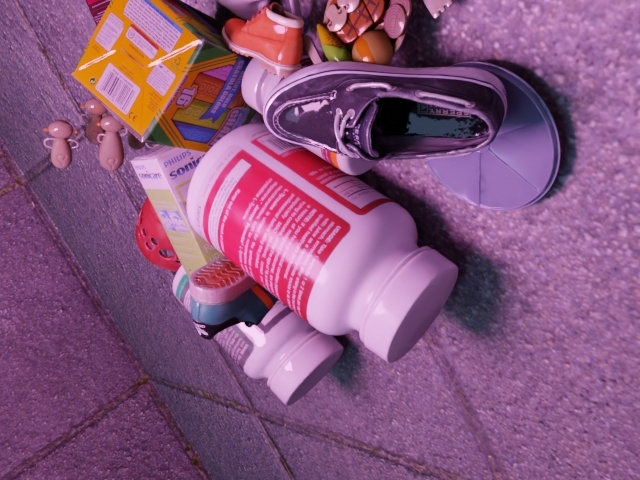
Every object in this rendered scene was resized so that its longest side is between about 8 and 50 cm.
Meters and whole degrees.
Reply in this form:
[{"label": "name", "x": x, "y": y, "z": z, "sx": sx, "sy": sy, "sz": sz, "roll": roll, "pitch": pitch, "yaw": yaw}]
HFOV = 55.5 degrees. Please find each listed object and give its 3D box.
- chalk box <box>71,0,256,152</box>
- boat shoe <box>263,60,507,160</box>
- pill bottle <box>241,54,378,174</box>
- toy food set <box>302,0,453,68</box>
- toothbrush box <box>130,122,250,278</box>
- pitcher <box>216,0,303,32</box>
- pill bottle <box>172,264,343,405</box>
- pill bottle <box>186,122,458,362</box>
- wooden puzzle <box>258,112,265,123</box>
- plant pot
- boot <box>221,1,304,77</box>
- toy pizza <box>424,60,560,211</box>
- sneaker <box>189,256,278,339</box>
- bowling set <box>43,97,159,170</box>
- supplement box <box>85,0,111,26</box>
[{"label": "chalk box", "x": -0.205, "y": -0.264, "z": 0.987, "sx": 0.180, "sy": 0.289, "sz": 0.179, "roll": 42, "pitch": 108, "yaw": 16}, {"label": "boat shoe", "x": 0.059, "y": -0.140, "z": 0.712, "sx": 0.301, "sy": 0.102, "sz": 0.108, "roll": 6, "pitch": 129, "yaw": 20}, {"label": "pill bottle", "x": -0.005, "y": -0.196, "z": 0.890, "sx": 0.221, "sy": 0.121, "sz": 0.121, "roll": 36, "pitch": 144, "yaw": 28}, {"label": "toy food set", "x": 0.052, "y": -0.266, "z": 0.743, "sx": 0.192, "sy": 0.038, "sz": 0.132, "roll": -39, "pitch": 74, "yaw": 34}, {"label": "toothbrush box", "x": -0.197, "y": -0.073, "z": 1.176, "sx": 0.122, "sy": 0.206, "sz": 0.283, "roll": 5, "pitch": 123, "yaw": 51}, {"label": "pitcher", "x": -0.070, "y": -0.369, "z": 0.834, "sx": 0.178, "sy": 0.125, "sz": 0.207, "roll": 39, "pitch": 162, "yaw": -15}, {"label": "pill bottle", "x": -0.135, "y": 0.168, "z": 1.323, "sx": 0.361, "sy": 0.204, "sz": 0.204, "roll": 44, "pitch": 147, "yaw": 17}, {"label": "pill bottle", "x": 0.000, "y": 0.000, "z": 0.962, "sx": 0.408, "sy": 0.229, "sz": 0.229, "roll": 36, "pitch": 144, "yaw": 25}, {"label": "wooden puzzle", "x": -0.083, "y": -0.208, "z": 1.082, "sx": 0.079, "sy": 0.014, "sz": 0.116, "roll": 15, "pitch": 131, "yaw": 45}, {"label": "plant pot", "x": -0.310, "y": -0.050, "z": 1.362, "sx": 0.191, "sy": 0.191, "sz": 0.174, "roll": 47, "pitch": 145, "yaw": 11}, {"label": "boot", "x": -0.078, "y": -0.291, "z": 0.838, "sx": 0.158, "sy": 0.059, "sz": 0.084, "roll": 36, "pitch": 131, "yaw": 33}, {"label": "toy pizza", "x": 0.207, "y": -0.129, "z": 0.762, "sx": 0.201, "sy": 0.032, "sz": 0.201, "roll": 32, "pitch": 142, "yaw": 29}, {"label": "sneaker", "x": -0.119, "y": 0.082, "z": 1.117, "sx": 0.108, "sy": 0.302, "sz": 0.121, "roll": 27, "pitch": 122, "yaw": 33}, {"label": "bowling set", "x": -0.473, "y": -0.270, "z": 1.391, "sx": 0.154, "sy": 0.287, "sz": 0.199, "roll": 115, "pitch": 148, "yaw": -48}, {"label": "supplement box", "x": -0.406, "y": -0.487, "z": 1.185, "sx": 0.130, "sy": 0.073, "sz": 0.239, "roll": 12, "pitch": 128, "yaw": 48}]
